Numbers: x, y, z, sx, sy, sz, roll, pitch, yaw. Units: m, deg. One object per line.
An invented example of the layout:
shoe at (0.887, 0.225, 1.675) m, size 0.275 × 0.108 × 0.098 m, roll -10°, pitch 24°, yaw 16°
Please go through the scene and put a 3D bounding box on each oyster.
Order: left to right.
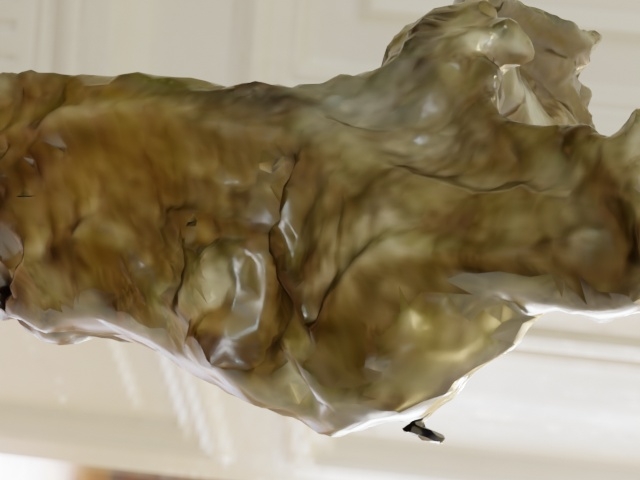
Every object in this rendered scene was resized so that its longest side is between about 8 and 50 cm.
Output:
oyster at (-0.026, 0.000, 0.510) m, size 0.396 × 0.204 × 0.111 m, roll 44°, pitch 44°, yaw -87°
